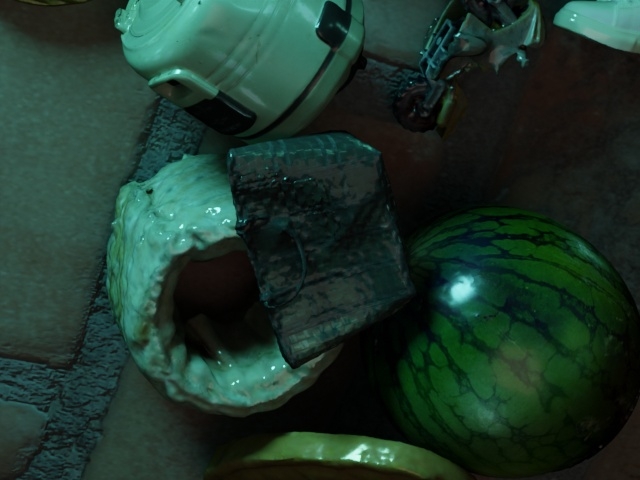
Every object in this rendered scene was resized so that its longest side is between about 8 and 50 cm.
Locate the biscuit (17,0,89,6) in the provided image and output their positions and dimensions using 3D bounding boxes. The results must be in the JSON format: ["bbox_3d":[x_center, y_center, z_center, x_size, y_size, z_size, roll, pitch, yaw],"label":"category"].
[{"bbox_3d":[-0.286,-0.374,1.535,0.262,0.037,0.262,-7,118,-13],"label":"biscuit"}]

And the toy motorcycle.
[{"bbox_3d":[0.185,-0.216,1.728,0.130,0.094,0.229,20,114,-26],"label":"toy motorcycle"}]

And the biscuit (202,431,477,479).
[{"bbox_3d":[0.047,0.334,1.845,0.365,0.385,0.062,31,60,-34],"label":"biscuit"}]

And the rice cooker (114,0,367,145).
[{"bbox_3d":[-0.080,-0.224,1.572,0.244,0.226,0.226,29,105,-31],"label":"rice cooker"}]

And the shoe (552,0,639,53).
[{"bbox_3d":[0.408,-0.284,1.768,0.265,0.095,0.110,7,108,-26],"label":"shoe"}]

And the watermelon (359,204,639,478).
[{"bbox_3d":[0.216,0.124,1.773,0.363,0.363,0.363,-7,118,-14],"label":"watermelon"}]

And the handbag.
[{"bbox_3d":[0.000,0.000,1.579,0.175,0.088,0.270,-22,114,-15],"label":"handbag"}]

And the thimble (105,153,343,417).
[{"bbox_3d":[-0.114,0.047,1.711,0.291,0.195,0.291,-8,118,-16],"label":"thimble"}]
